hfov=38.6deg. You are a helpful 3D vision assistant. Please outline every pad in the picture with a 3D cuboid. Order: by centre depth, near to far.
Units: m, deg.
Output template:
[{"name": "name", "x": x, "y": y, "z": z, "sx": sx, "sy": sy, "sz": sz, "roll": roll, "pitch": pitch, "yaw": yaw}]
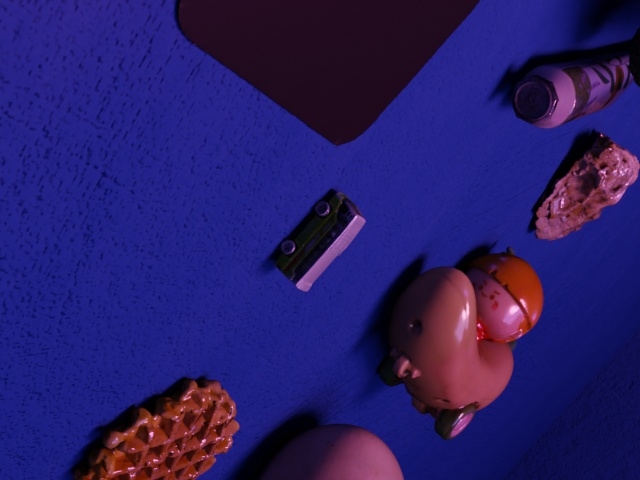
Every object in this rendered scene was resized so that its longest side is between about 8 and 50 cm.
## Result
[{"name": "pad", "x": 0.025, "y": -0.160, "z": 0.597, "sx": 0.181, "sy": 0.004, "sz": 0.267, "roll": -48, "pitch": 154, "yaw": 8}]

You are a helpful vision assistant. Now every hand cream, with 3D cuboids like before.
[{"name": "hand cream", "x": 0.270, "y": -0.156, "z": 0.921, "sx": 0.271, "sy": 0.058, "sz": 0.091, "roll": -20, "pitch": 149, "yaw": -51}]

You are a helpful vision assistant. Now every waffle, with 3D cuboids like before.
[{"name": "waffle", "x": -0.151, "y": 0.202, "z": 0.846, "sx": 0.191, "sy": 0.038, "sz": 0.191, "roll": -35, "pitch": 153, "yaw": -21}]

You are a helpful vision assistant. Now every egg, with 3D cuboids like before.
[{"name": "egg", "x": 0.010, "y": 0.325, "z": 1.099, "sx": 0.189, "sy": 0.188, "sz": 0.253, "roll": -18, "pitch": 141, "yaw": -44}]

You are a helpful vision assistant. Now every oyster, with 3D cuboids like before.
[{"name": "oyster", "x": 0.342, "y": -0.058, "z": 1.156, "sx": 0.133, "sy": 0.072, "sz": 0.209, "roll": -20, "pitch": 148, "yaw": -37}]

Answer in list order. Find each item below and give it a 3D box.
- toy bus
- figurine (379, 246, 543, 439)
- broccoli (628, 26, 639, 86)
[{"name": "toy bus", "x": 0.000, "y": 0.000, "z": 0.764, "sx": 0.083, "sy": 0.037, "sz": 0.031, "roll": -48, "pitch": 155, "yaw": 6}, {"name": "figurine", "x": 0.180, "y": 0.109, "z": 1.109, "sx": 0.222, "sy": 0.124, "sz": 0.324, "roll": -40, "pitch": 151, "yaw": -9}, {"name": "broccoli", "x": 0.442, "y": -0.202, "z": 0.808, "sx": 0.308, "sy": 0.308, "sz": 0.275, "roll": -40, "pitch": 112, "yaw": -9}]
